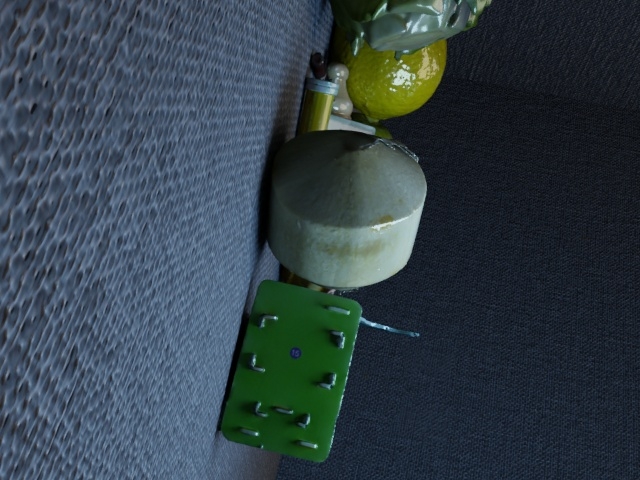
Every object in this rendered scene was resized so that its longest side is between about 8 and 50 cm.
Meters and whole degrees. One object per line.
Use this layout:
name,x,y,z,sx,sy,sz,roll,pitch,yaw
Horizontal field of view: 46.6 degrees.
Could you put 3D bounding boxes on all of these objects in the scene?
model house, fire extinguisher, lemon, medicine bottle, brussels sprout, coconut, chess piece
model house,0.005,0.273,1.496,0.323,0.340,0.301,102,2,-80
fire extinguisher,-0.003,-0.393,1.681,0.049,0.035,0.173,63,2,4
lemon,0.179,-0.492,1.955,0.336,0.335,0.336,11,90,-86
medicine bottle,-0.017,-0.240,1.615,0.074,0.073,0.218,-57,160,-79
brussels sprout,0.181,-0.593,1.555,0.425,0.342,0.361,-174,-107,-81
coconut,0.041,-0.072,1.393,0.323,0.322,0.323,11,90,-86
chess piece,0.031,-0.290,1.870,0.124,0.138,0.307,22,-73,58

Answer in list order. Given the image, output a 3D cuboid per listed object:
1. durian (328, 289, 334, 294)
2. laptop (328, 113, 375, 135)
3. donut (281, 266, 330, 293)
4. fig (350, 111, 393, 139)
durian,-0.006,0.130,2.324,0.182,0.132,0.165,-43,153,-8
laptop,0.037,-0.205,1.800,0.269,0.015,0.188,5,97,-51
donut,0.026,0.016,1.860,0.330,0.160,0.330,-53,170,-13
fig,0.096,-0.213,2.153,0.233,0.233,0.314,-53,148,-81
